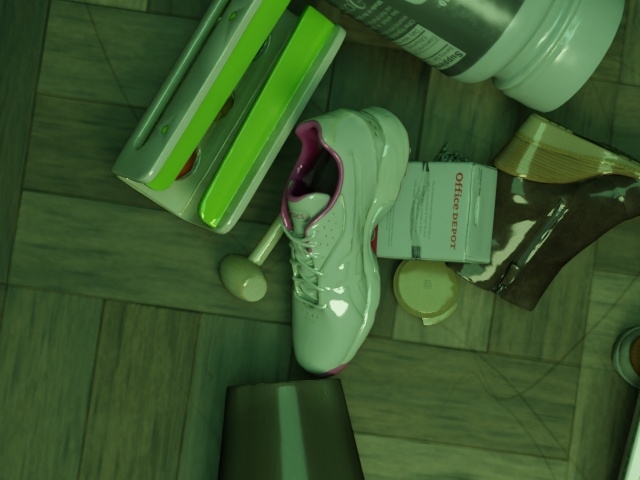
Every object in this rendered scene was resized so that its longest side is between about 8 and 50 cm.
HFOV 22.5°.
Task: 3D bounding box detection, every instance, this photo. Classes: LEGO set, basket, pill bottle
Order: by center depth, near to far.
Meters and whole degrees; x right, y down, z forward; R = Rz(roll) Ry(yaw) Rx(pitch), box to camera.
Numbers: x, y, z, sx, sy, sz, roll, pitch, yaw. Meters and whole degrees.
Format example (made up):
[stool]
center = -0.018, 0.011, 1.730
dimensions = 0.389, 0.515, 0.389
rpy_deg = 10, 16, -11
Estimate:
[pill bottle]
center = 0.137, -0.299, 1.749
dimensions = 0.361, 0.204, 0.204
rpy_deg = 28, 86, -16
[basket]
center = -0.034, 0.269, 1.770
dimensions = 0.204, 0.154, 0.227
rpy_deg = -5, 84, 1
[LEGO set]
center = 0.144, -0.083, 1.852
dimensions = 0.083, 0.023, 0.054
rpy_deg = -26, 90, -4

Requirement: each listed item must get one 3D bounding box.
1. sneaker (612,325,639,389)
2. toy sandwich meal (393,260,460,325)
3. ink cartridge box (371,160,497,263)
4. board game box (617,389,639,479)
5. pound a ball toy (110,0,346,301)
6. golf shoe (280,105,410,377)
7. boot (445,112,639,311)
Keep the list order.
[sneaker]
center = 0.477, 0.177, 1.814
dimensions = 0.290, 0.123, 0.106
rpy_deg = 18, 85, -4
[toy sandwich meal]
center = 0.123, 0.053, 1.845
dimensions = 0.085, 0.029, 0.085
rpy_deg = 0, 85, -3
[ink cartridge box]
center = 0.117, -0.032, 1.791
dimensions = 0.150, 0.063, 0.109
rpy_deg = 3, 87, 35
[board game box]
center = 0.414, 0.305, 1.748
dimensions = 0.193, 0.053, 0.305
rpy_deg = 12, 98, 2
[pound a ball toy]
center = -0.093, -0.119, 1.804
dimensions = 0.208, 0.136, 0.319
rpy_deg = 34, 83, -32
[golf shoe]
center = 0.000, 0.000, 1.747
dimensions = 0.115, 0.140, 0.306
rpy_deg = 17, 100, 41
[boot]
center = 0.286, -0.012, 1.837
dimensions = 0.248, 0.090, 0.207
rpy_deg = 23, 101, -16
